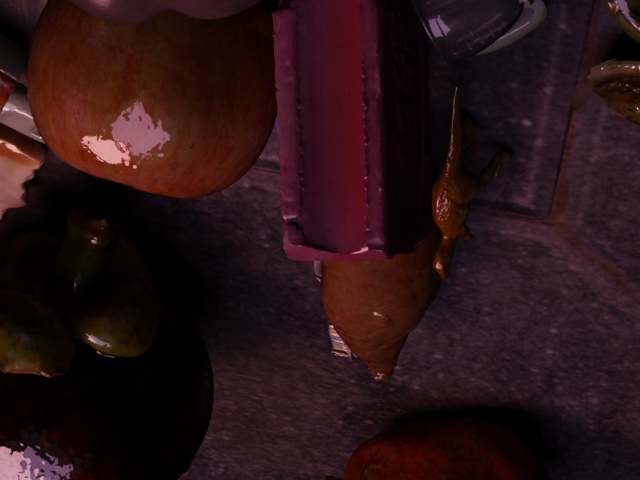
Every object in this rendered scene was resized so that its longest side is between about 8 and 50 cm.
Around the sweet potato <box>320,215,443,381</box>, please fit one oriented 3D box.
[{"bbox_3d":[0.059,0.026,1.650,0.131,0.131,0.337,4,144,15],"label":"sweet potato"}]

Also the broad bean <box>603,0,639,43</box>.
[{"bbox_3d":[0.306,-0.161,1.357,0.195,0.046,0.061,14,148,3],"label":"broad bean"}]

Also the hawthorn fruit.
[{"bbox_3d":[0.123,0.291,1.941,0.261,0.224,0.224,19,152,31],"label":"hawthorn fruit"}]

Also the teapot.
[{"bbox_3d":[0.123,-0.194,1.366,0.090,0.124,0.092,-22,92,17],"label":"teapot"}]

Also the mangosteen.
[{"bbox_3d":[-0.261,0.145,1.775,0.330,0.330,0.330,10,146,7],"label":"mangosteen"}]

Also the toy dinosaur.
[{"bbox_3d":[0.111,-0.047,1.518,0.039,0.126,0.162,22,168,29],"label":"toy dinosaur"}]

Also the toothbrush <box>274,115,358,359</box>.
[{"bbox_3d":[0.000,0.000,1.709,0.042,0.035,0.413,9,146,18],"label":"toothbrush"}]

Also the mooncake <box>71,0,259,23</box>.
[{"bbox_3d":[-0.095,-0.263,1.203,0.245,0.245,0.133,2,151,18],"label":"mooncake"}]

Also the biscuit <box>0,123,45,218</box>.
[{"bbox_3d":[-0.406,-0.061,1.771,0.204,0.040,0.309,26,144,-16],"label":"biscuit"}]

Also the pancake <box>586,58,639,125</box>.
[{"bbox_3d":[0.273,-0.120,1.427,0.116,0.023,0.129,6,162,28],"label":"pancake"}]

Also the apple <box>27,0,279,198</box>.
[{"bbox_3d":[-0.131,-0.135,1.419,0.211,0.188,0.211,12,-176,-1],"label":"apple"}]

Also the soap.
[{"bbox_3d":[0.022,-0.112,1.395,0.099,0.162,0.250,0,100,19],"label":"soap"}]

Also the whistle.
[{"bbox_3d":[-0.321,-0.145,1.572,0.253,0.106,0.102,28,-176,-20],"label":"whistle"}]
